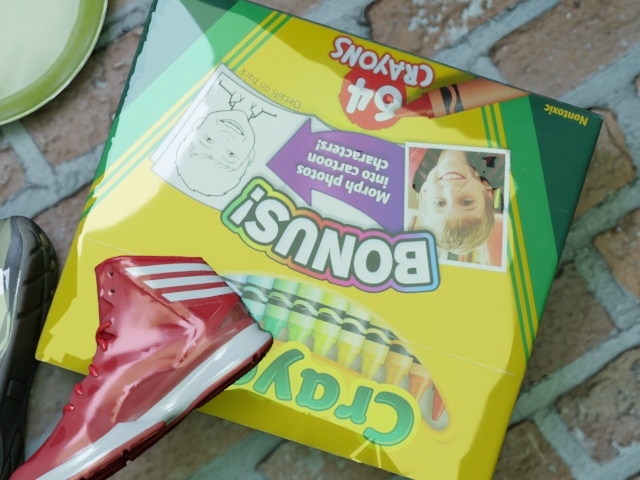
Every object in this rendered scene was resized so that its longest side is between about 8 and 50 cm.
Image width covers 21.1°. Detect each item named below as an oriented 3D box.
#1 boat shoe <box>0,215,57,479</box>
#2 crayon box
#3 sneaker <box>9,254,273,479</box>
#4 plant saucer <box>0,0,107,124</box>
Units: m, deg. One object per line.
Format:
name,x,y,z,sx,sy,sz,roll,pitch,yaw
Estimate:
boat shoe,-0.302,0.149,1.327,0.130,0.132,0.355,10,76,8
crayon box,0.000,0.000,1.352,0.363,0.106,0.313,18,85,-1
sneaker,-0.156,0.093,1.260,0.221,0.087,0.128,-34,82,-14
plant saucer,-0.291,-0.205,1.390,0.241,0.037,0.241,0,84,-3
